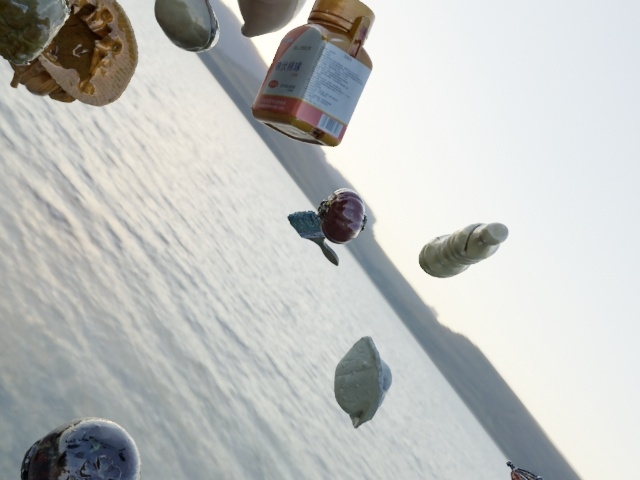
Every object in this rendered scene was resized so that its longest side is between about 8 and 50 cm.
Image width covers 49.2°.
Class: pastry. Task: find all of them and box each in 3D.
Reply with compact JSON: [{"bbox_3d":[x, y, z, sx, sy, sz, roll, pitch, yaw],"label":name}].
[{"bbox_3d":[-0.333,-0.257,0.721,0.153,0.081,0.153,17,-33,11],"label":"pastry"}]

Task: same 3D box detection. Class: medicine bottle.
[{"bbox_3d":[-0.001,-0.271,1.108,0.112,0.222,0.149,24,-1,-36],"label":"medicine bottle"}]

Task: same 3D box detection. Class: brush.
[{"bbox_3d":[0.000,0.000,1.403,0.196,0.070,0.021,52,41,-50],"label":"brush"}]

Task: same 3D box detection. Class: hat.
[{"bbox_3d":[-0.481,-0.310,1.240,0.233,0.233,0.245,-20,91,-56],"label":"hat"}]

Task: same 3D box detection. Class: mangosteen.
[{"bbox_3d":[-0.518,0.484,1.479,0.289,0.231,0.231,-5,-45,42],"label":"mangosteen"}]

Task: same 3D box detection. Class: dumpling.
[{"bbox_3d":[0.094,0.299,1.446,0.092,0.177,0.150,34,0,-33],"label":"dumpling"}]

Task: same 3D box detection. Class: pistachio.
[{"bbox_3d":[-0.258,-0.436,1.375,0.108,0.126,0.186,5,42,-50],"label":"pistachio"}]

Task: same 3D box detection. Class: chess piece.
[{"bbox_3d":[0.365,0.012,1.697,0.138,0.124,0.307,22,-18,-10],"label":"chess piece"}]

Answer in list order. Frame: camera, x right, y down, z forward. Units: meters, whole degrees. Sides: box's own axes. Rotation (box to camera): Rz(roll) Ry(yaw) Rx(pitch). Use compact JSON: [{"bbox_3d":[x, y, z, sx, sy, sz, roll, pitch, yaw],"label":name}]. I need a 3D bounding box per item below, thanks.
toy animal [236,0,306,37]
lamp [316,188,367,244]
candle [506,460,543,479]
[{"bbox_3d":[-0.122,-0.599,1.440,0.246,0.345,0.278,-18,91,-45],"label":"toy animal"},{"bbox_3d":[0.038,-0.042,1.244,0.090,0.101,0.101,15,13,-15],"label":"lamp"},{"bbox_3d":[0.361,0.476,1.099,0.059,0.084,0.302,21,27,-29],"label":"candle"}]
